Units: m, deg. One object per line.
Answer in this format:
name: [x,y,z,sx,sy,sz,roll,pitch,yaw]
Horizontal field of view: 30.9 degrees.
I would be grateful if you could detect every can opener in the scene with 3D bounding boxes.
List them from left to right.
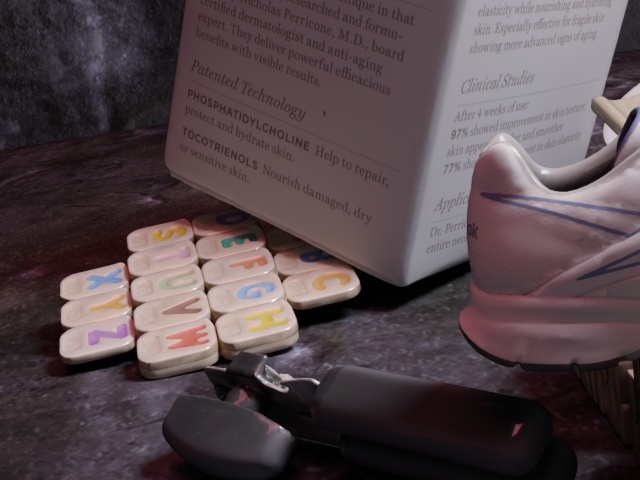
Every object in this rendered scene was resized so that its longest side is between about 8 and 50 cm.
can opener: [0.023,0.125,0.723,0.280,0.074,0.093,1,51,41]

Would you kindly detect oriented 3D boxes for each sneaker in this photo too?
sneaker: [0.212,-0.007,0.590,0.297,0.129,0.111,-5,13,13]

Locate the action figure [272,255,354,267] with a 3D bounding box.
action figure: [0.000,0.000,1.241,0.232,0.064,0.137,-16,22,-21]

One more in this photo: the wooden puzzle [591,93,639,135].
wooden puzzle: [0.452,-0.095,0.973,0.347,0.081,0.322,-14,38,-11]

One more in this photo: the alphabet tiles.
alphabet tiles: [-0.111,0.039,1.102,0.277,0.021,0.284,-12,26,-6]

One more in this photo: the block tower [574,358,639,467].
block tower: [0.224,0.082,0.682,0.097,0.091,0.335,-9,14,2]

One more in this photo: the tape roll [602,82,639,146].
tape roll: [0.506,-0.143,1.261,0.392,0.072,0.392,-20,21,8]

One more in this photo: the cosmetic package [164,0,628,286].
cosmetic package: [0.087,-0.220,1.171,0.327,0.394,0.329,26,26,33]
